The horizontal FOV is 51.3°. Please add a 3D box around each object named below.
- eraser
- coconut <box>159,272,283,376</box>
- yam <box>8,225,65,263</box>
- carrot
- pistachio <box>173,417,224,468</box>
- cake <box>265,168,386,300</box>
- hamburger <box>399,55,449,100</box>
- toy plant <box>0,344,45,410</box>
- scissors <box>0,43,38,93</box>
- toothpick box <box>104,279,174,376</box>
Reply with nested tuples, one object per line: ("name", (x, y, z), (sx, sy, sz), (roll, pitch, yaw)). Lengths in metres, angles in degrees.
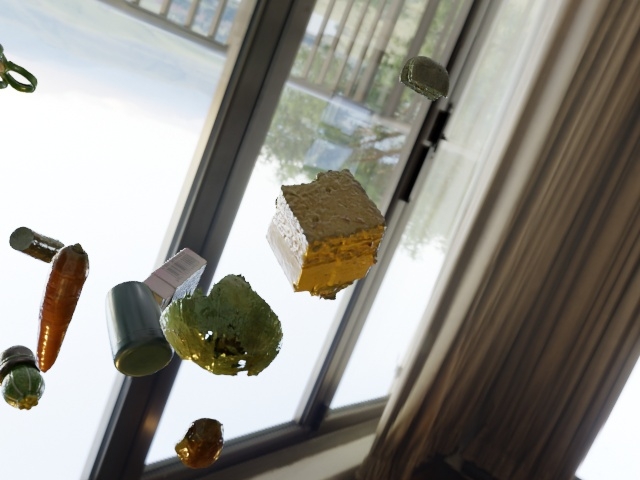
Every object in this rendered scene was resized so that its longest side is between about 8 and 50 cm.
("eraser", (-0.382, 0.122, 1.639), (0.086, 0.130, 0.287), (32, -162, 1))
("coconut", (-0.114, 0.109, 0.815), (0.158, 0.133, 0.055), (13, -157, -16))
("yam", (-0.520, 0.010, 1.227), (0.054, 0.054, 0.132), (23, 171, 9))
("carrot", (-0.418, 0.120, 1.051), (0.062, 0.271, 0.066), (-1, -148, -45))
("pistachio", (-0.220, 0.378, 1.205), (0.090, 0.172, 0.049), (1, -134, -13))
("cake", (0.000, 0.000, 1.697), (0.223, 0.285, 0.227), (-12, -129, -24))
("hamburger", (0.244, -0.384, 1.542), (0.121, 0.084, 0.054), (19, 167, -19))
("toy plant", (-0.658, 0.306, 1.466), (0.093, 0.092, 0.162), (12, -158, -43))
("scissors", (-0.532, -0.304, 1.072), (0.101, 0.027, 0.204), (7, 158, 0))
("toothpick box", (-0.378, 0.173, 1.364), (0.120, 0.120, 0.184), (13, -144, -41))
